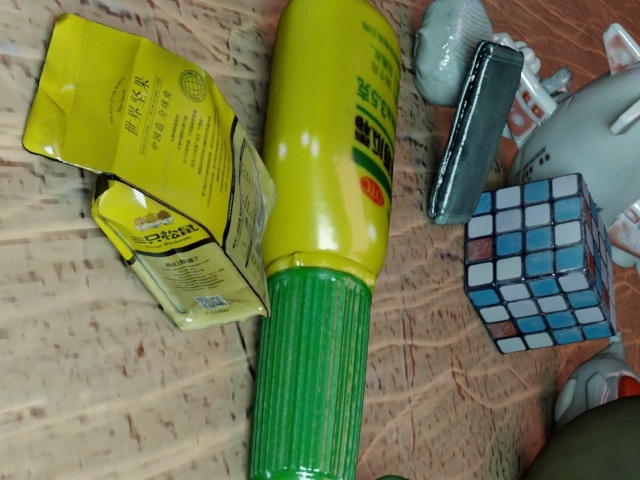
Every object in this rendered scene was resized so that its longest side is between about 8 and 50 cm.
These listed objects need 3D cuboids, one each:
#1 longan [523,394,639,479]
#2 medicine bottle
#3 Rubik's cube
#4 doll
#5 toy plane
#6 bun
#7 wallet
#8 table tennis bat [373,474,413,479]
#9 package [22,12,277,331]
[{"bbox_3d":[0.234,0.208,1.033,0.220,0.197,0.196,-23,101,-60],"label":"longan"},{"bbox_3d":[0.000,0.000,0.696,0.095,0.064,0.260,62,29,-56],"label":"medicine bottle"},{"bbox_3d":[0.164,0.018,1.088,0.092,0.092,0.092,57,29,-46],"label":"Rubik's cube"},{"bbox_3d":[0.232,0.161,1.221,0.102,0.075,0.227,79,24,-46],"label":"doll"},{"bbox_3d":[0.219,-0.069,1.152,0.118,0.252,0.252,-38,121,-28],"label":"toy plane"},{"bbox_3d":[0.091,-0.136,1.033,0.083,0.045,0.083,-22,115,-59],"label":"bun"},{"bbox_3d":[0.106,-0.075,1.016,0.088,0.026,0.129,-6,114,-68],"label":"wallet"},{"bbox_3d":[0.006,0.193,0.625,0.257,0.039,0.160,-17,112,-68],"label":"table tennis bat"},{"bbox_3d":[-0.059,-0.026,0.571,0.131,0.047,0.071,59,30,-47],"label":"package"}]
